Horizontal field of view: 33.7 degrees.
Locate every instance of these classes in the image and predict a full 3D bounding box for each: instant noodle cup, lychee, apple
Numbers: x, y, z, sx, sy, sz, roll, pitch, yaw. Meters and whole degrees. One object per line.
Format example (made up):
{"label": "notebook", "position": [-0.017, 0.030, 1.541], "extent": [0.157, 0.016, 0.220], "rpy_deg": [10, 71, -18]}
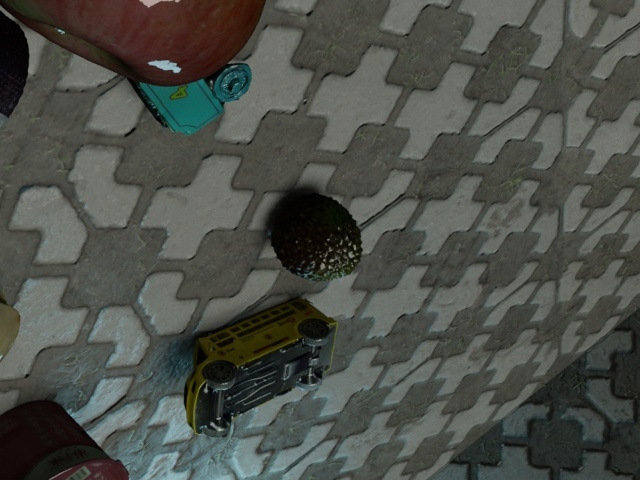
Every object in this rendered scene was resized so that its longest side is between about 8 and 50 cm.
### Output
{"label": "instant noodle cup", "position": [-0.465, 0.395, 1.772], "extent": [0.235, 0.178, 0.234], "rpy_deg": [-29, 144, -24]}
{"label": "lychee", "position": [0.000, 0.000, 1.859], "extent": [0.171, 0.171, 0.171], "rpy_deg": [-29, 144, -23]}
{"label": "apple", "position": [-0.206, -0.330, 1.144], "extent": [0.345, 0.345, 0.269], "rpy_deg": [26, 86, -56]}

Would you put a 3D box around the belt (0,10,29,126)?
{"label": "belt", "position": [-0.457, -0.155, 1.172], "extent": [0.289, 0.184, 0.164], "rpy_deg": [-41, 152, 4]}

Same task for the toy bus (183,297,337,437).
{"label": "toy bus", "position": [-0.128, 0.230, 1.987], "extent": [0.330, 0.152, 0.144], "rpy_deg": [-21, 135, -35]}

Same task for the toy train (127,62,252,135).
{"label": "toy train", "position": [-0.185, -0.239, 1.449], "extent": [0.154, 0.107, 0.198], "rpy_deg": [-34, 146, -3]}

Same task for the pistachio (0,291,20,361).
{"label": "pistachio", "position": [-0.526, 0.153, 1.485], "extent": [0.215, 0.144, 0.144], "rpy_deg": [-43, 148, -13]}
